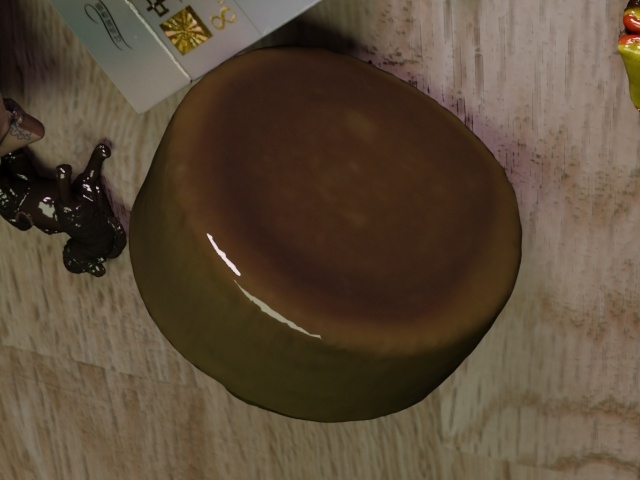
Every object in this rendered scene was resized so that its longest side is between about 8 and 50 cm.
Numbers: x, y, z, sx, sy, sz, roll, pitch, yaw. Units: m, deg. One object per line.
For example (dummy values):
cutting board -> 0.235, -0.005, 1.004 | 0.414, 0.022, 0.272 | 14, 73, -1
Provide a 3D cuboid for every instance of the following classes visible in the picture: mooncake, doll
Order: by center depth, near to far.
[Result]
mooncake -> 0.000, 0.000, 1.280 | 0.284, 0.284, 0.155 | 31, 136, -2
doll -> -0.242, -0.031, 1.544 | 0.139, 0.057, 0.165 | 12, 139, 14

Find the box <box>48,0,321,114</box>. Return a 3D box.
box -> -0.096, -0.211, 1.278 | 0.243, 0.067, 0.155 | -28, 105, 42

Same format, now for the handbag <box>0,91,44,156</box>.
handbag -> -0.356, -0.141, 1.381 | 0.193, 0.190, 0.252 | -4, 113, 36

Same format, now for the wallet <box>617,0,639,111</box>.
wallet -> 0.325, -0.106, 1.143 | 0.241, 0.067, 0.141 | 14, 171, 16
